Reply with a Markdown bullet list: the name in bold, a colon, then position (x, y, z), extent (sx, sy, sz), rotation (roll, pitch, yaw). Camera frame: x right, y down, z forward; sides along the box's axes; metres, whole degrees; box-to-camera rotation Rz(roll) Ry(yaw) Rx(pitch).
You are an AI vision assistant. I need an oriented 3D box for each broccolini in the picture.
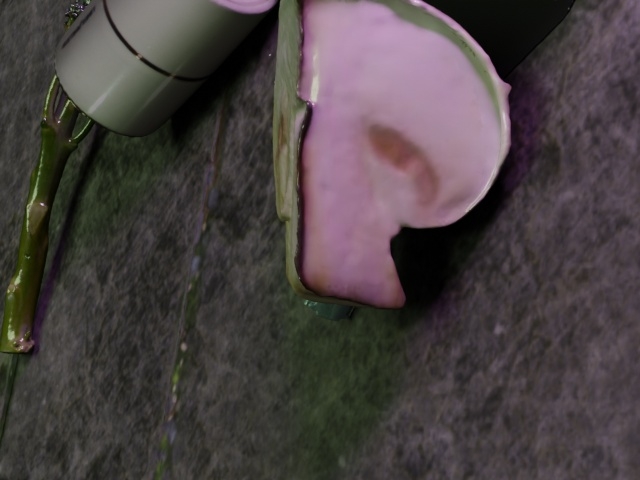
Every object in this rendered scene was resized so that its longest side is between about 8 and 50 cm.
- **broccolini**: position (-0.247, -0.069, 1.800), extent (0.074, 0.079, 0.392), rotation (17, 98, 46)

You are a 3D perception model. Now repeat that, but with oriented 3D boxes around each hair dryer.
- **hair dryer**: position (-0.144, -0.288, 1.695), extent (0.203, 0.128, 0.362), rotation (-42, 36, 38)

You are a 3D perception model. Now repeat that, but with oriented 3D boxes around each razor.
- **razor**: position (0.000, 0.000, 1.418), extent (0.068, 0.040, 0.135), rotation (-60, 31, 18)

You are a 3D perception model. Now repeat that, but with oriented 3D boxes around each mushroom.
- **mushroom**: position (0.047, -0.075, 1.317), extent (0.173, 0.162, 0.236), rotation (-118, 29, -83)

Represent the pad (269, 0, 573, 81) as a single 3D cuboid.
- **pad**: position (0.061, -0.235, 1.443), extent (0.315, 0.063, 0.375), rotation (-44, 54, 35)
